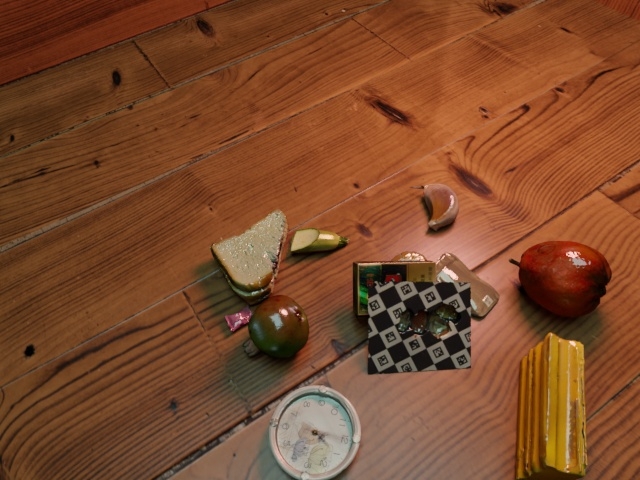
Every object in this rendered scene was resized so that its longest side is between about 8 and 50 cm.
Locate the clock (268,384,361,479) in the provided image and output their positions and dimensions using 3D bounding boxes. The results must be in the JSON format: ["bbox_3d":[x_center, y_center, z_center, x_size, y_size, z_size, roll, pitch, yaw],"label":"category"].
[{"bbox_3d":[-0.015,0.492,1.196,0.236,0.053,0.237,-2,52,2],"label":"clock"}]

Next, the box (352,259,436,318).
[{"bbox_3d":[0.215,0.138,1.363,0.239,0.071,0.160,-2,94,-8],"label":"box"}]

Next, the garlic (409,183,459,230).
[{"bbox_3d":[0.399,-0.136,1.608,0.128,0.090,0.198,-20,59,4],"label":"garlic"}]

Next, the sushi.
[{"bbox_3d":[0.272,0.236,1.313,0.289,0.050,0.264,-2,95,0],"label":"sushi"}]

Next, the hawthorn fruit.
[{"bbox_3d":[0.679,0.096,1.345,0.260,0.224,0.224,20,57,32],"label":"hawthorn fruit"}]

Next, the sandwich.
[{"bbox_3d":[-0.182,0.049,1.501,0.288,0.100,0.254,-32,52,-18],"label":"sandwich"}]

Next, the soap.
[{"bbox_3d":[0.553,0.410,1.126,0.096,0.204,0.325,13,57,9],"label":"soap"}]

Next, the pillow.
[{"bbox_3d":[0.439,0.130,1.432,0.217,0.033,0.130,41,60,20],"label":"pillow"}]

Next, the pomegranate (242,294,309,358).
[{"bbox_3d":[-0.135,0.257,1.322,0.209,0.179,0.180,-39,53,21],"label":"pomegranate"}]

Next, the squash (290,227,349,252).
[{"bbox_3d":[-0.001,-0.002,1.541,0.199,0.075,0.090,-4,28,-1],"label":"squash"}]

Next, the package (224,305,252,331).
[{"bbox_3d":[-0.244,0.236,1.414,0.083,0.029,0.059,-23,59,-23],"label":"package"}]

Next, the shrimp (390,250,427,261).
[{"bbox_3d":[0.246,0.115,1.451,0.217,0.051,0.115,-41,63,-17],"label":"shrimp"}]
